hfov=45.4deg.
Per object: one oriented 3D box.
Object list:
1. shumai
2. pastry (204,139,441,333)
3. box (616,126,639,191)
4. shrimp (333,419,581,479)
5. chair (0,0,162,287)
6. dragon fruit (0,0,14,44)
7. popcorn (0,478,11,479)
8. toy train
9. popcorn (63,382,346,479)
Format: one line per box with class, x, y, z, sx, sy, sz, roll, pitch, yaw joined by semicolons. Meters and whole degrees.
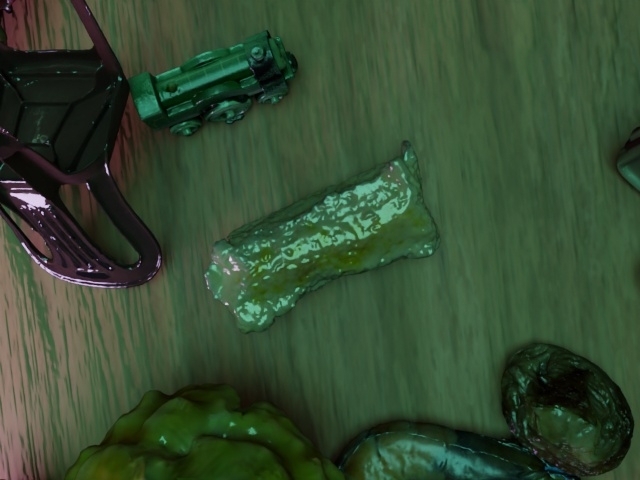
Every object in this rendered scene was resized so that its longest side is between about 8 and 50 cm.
shumai;0.263;0.173;0.785;0.123;0.105;0.139;-42;97;-16
pastry;0.004;0.005;0.820;0.258;0.089;0.122;-27;91;5
box;0.465;-0.059;0.738;0.294;0.193;0.167;42;88;3
shrimp;0.152;0.309;0.826;0.290;0.054;0.222;1;90;4
chair;-0.269;-0.096;0.765;0.175;0.326;0.183;4;66;12
dragon fruit;-0.443;-0.297;0.795;0.272;0.198;0.218;16;74;3
popcorn;-0.348;0.366;0.790;0.173;0.225;0.286;-8;126;-4
toy train;-0.112;-0.169;0.821;0.178;0.104;0.071;-20;85;3
popcorn;-0.106;0.279;0.738;0.335;0.274;0.279;-24;70;29
